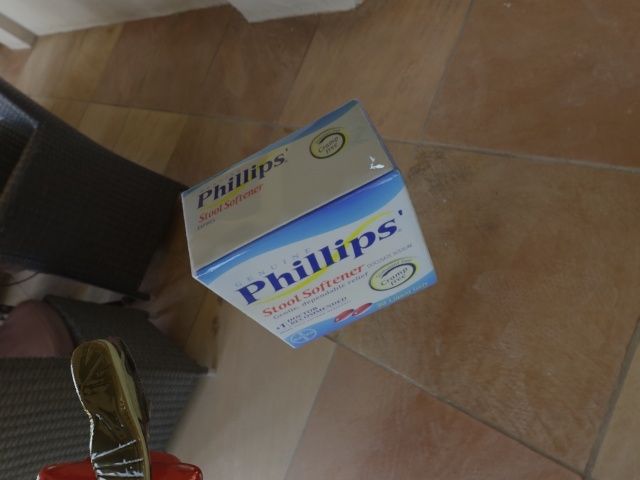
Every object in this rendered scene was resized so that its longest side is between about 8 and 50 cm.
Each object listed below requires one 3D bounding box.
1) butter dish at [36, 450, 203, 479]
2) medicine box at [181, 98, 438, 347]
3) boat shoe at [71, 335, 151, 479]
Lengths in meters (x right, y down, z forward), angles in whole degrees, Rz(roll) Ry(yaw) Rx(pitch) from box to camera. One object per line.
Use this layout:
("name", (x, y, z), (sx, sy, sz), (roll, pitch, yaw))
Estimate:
("butter dish", (-0.211, 0.294, 0.460), (0.118, 0.159, 0.160), (-149, 65, -78))
("medicine box", (0.000, 0.000, 0.599), (0.263, 0.289, 0.149), (-27, 53, 8))
("boat shoe", (-0.177, 0.160, 0.380), (0.056, 0.049, 0.152), (-10, 92, 12))
